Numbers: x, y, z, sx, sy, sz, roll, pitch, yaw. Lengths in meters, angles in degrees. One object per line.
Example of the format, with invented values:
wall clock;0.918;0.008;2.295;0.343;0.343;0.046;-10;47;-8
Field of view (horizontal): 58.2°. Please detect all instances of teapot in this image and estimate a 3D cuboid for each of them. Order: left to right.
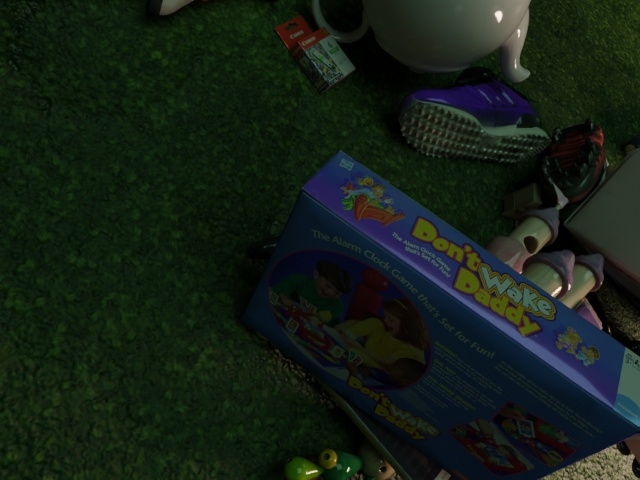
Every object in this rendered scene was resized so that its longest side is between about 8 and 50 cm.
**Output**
teapot;0.158;-0.328;0.822;0.253;0.187;0.256;-24;58;-32

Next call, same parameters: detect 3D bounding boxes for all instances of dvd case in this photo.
dvd case;0.103;0.187;0.707;0.221;0.018;0.165;47;46;12

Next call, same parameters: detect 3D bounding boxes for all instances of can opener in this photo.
can opener;0.000;0.000;0.731;0.186;0.059;0.073;-6;78;-32

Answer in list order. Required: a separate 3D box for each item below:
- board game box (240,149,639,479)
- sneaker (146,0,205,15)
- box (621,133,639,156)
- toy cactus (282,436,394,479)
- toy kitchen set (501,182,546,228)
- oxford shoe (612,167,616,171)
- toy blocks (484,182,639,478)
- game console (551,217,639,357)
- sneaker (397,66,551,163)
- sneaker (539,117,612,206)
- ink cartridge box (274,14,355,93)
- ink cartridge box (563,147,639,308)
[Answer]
board game box;0.102;0.102;0.590;0.347;0.233;0.078;36;47;6
sneaker;-0.111;-0.366;0.765;0.145;0.090;0.270;31;59;-16
box;0.760;-0.161;1.205;0.233;0.044;0.159;-12;56;-33
toy cactus;0.055;0.283;0.658;0.219;0.112;0.180;34;50;-7
toy kitchen set;0.352;-0.039;0.941;0.083;0.075;0.068;16;68;-21
oxford shoe;0.604;-0.033;1.085;0.096;0.083;0.227;-24;86;-29
toy blocks;0.317;0.099;0.734;0.260;0.309;0.288;-34;94;-27
game console;0.439;0.128;0.892;0.213;0.044;0.361;45;27;-65
sneaker;0.233;-0.215;0.923;0.294;0.102;0.146;5;65;-33
sneaker;0.437;-0.107;0.971;0.276;0.098;0.135;-46;118;-54
ink cartridge box;-0.008;-0.277;0.833;0.063;0.029;0.115;-41;97;-33
ink cartridge box;0.593;0.072;0.858;0.395;0.285;0.166;35;101;-33
